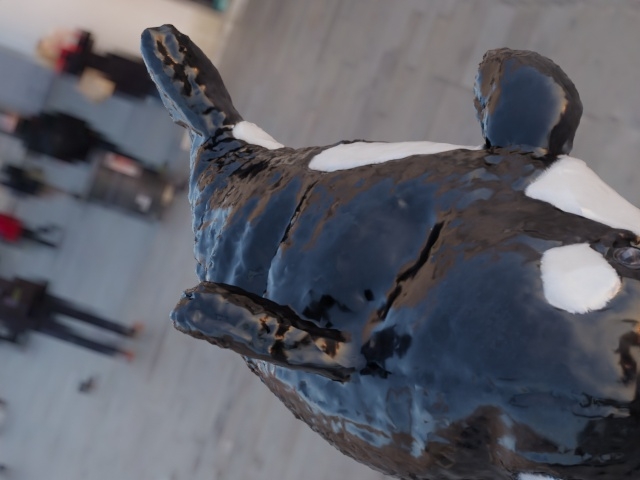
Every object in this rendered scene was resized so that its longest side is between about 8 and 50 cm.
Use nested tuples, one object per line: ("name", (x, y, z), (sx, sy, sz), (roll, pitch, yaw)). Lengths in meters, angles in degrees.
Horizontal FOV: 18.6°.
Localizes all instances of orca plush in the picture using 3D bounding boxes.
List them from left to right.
("orca plush", (0.000, 0.000, 0.596), (0.287, 0.102, 0.151), (47, 125, 46))
